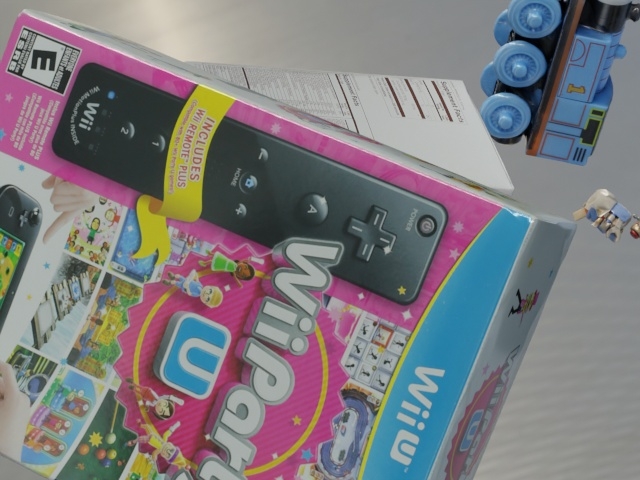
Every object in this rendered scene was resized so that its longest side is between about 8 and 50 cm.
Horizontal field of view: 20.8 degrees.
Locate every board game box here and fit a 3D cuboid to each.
[{"bbox_3d":[-0.052,0.035,0.908,0.303,0.224,0.097,23,5,19],"label":"board game box"}]

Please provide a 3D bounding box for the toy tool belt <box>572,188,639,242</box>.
[{"bbox_3d":[0.356,-0.020,2.153,0.083,0.052,0.051,43,80,14],"label":"toy tool belt"}]

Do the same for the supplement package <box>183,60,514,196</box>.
[{"bbox_3d":[0.000,0.000,1.199,0.203,0.194,0.149,3,33,-13],"label":"supplement package"}]

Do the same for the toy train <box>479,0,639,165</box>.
[{"bbox_3d":[0.190,-0.148,1.396,0.105,0.184,0.080,11,39,-2],"label":"toy train"}]
